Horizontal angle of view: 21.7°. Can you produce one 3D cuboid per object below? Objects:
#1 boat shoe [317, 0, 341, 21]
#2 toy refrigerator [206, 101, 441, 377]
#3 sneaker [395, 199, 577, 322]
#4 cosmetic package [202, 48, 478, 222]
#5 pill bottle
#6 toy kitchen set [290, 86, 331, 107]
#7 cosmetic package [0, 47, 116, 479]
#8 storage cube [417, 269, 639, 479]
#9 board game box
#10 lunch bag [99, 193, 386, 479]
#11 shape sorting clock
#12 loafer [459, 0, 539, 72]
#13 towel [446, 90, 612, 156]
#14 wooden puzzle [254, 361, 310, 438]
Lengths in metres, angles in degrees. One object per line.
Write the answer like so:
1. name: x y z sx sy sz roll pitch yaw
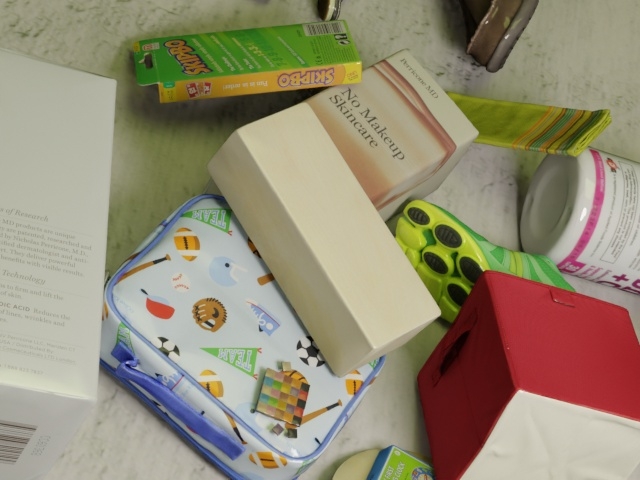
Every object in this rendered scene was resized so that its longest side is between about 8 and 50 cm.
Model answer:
1. boat shoe: 0.027 -0.344 2.191 0.049 0.056 0.152 15 52 -13
2. toy refrigerator: 0.000 0.000 1.756 0.102 0.094 0.269 -26 79 -36
3. sneaker: 0.213 0.058 1.996 0.295 0.109 0.123 37 25 2
4. cosmetic package: 0.027 -0.090 1.964 0.153 0.129 0.296 48 49 10
5. pill bottle: 0.409 -0.011 2.096 0.283 0.160 0.160 16 52 -18
6. toy kitchen set: -0.026 -0.196 2.055 0.068 0.083 0.075 -38 77 1
7. cosmetic package: -0.309 0.026 1.646 0.156 0.217 0.385 12 52 -21
8. storage cube: 0.238 0.177 1.823 0.215 0.184 0.193 17 35 -18
9. board game box: -0.088 -0.211 1.969 0.259 0.039 0.124 -4 31 -7
10. lunch bag: -0.097 0.108 1.771 0.303 0.115 0.243 40 51 1
11. shape sorting clock: 0.104 0.297 1.768 0.206 0.040 0.206 19 34 -13
12. loafer: 0.214 -0.366 2.274 0.130 0.134 0.366 17 41 -12
13. towel: 0.236 -0.147 2.090 0.237 0.021 0.102 11 35 34
14. wooden puzzle: -0.038 0.160 1.698 0.049 0.006 0.083 23 56 -13
